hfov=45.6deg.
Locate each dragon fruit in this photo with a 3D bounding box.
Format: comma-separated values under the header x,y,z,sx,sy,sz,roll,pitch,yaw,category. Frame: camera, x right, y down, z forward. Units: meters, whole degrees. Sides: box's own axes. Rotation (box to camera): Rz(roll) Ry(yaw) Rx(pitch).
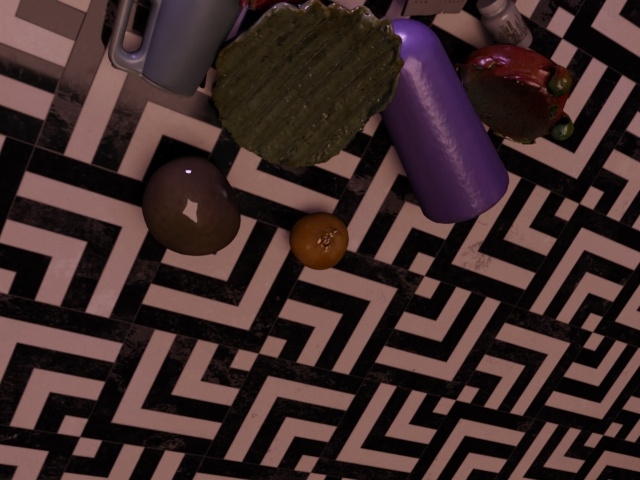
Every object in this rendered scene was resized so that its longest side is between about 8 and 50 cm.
x,y,z,sx,sy,sz,roll,pitch,yaw,category
0.430,-0.328,1.674,0.295,0.268,0.130,30,65,-4,dragon fruit

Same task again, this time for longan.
x,y,z,sx,sy,sz,roll,pitch,yaw,category
-0.266,-0.070,1.558,0.196,0.196,0.220,-29,131,-6,longan

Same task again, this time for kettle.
x,y,z,sx,sy,sz,roll,pitch,yaw,category
-0.267,-0.401,1.399,0.210,0.160,0.243,13,117,-37,kettle

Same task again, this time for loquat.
x,y,z,sx,sy,sz,roll,pitch,yaw,category
0.000,0.000,1.738,0.141,0.141,0.141,-10,120,-17,loquat

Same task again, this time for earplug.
x,y,z,sx,sy,sz,roll,pitch,yaw,category
0.238,-0.268,1.650,0.215,0.215,0.456,-33,121,-3,earplug

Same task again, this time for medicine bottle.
x,y,z,sx,sy,sz,roll,pitch,yaw,category
0.402,-0.478,1.671,0.079,0.079,0.140,-42,123,4,medicine bottle

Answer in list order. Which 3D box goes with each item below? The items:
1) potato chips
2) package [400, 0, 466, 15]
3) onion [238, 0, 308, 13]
x,y,z,sx,sy,sz,roll,pitch,yaw,category
-0.040,-0.299,1.486,0.358,0.070,0.429,20,138,-32,potato chips
0.262,-0.577,1.536,0.203,0.062,0.251,-14,127,-37,package
-0.047,-0.490,1.367,0.283,0.120,0.227,-59,154,-35,onion
